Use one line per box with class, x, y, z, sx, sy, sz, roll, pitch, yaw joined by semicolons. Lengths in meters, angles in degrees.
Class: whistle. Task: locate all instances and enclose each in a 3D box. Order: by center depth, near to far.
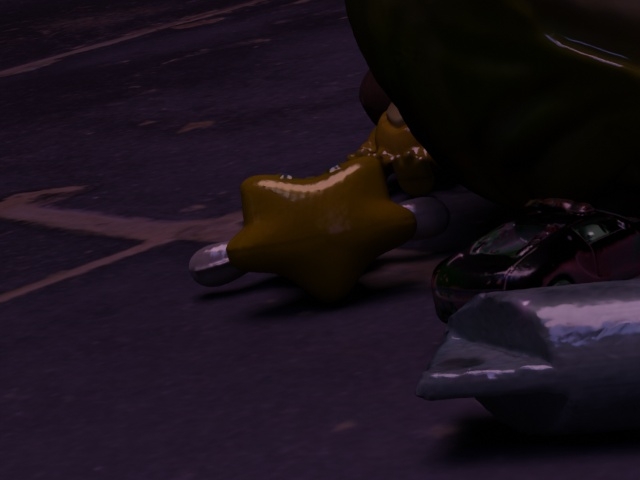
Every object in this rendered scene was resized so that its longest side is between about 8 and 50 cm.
whistle;0.192;0.037;0.738;0.312;0.062;0.062;-6;15;15

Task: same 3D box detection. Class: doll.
doll;0.008;-0.002;1.032;0.135;0.071;0.113;-10;-5;-25
doll;0.092;-0.092;1.251;0.145;0.096;0.188;-14;23;14

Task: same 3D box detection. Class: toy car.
toy car;0.112;0.008;0.917;0.069;0.055;0.142;3;16;44

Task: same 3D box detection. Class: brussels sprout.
brussels sprout;0.156;-0.146;1.007;0.268;0.344;0.344;-38;23;-17
